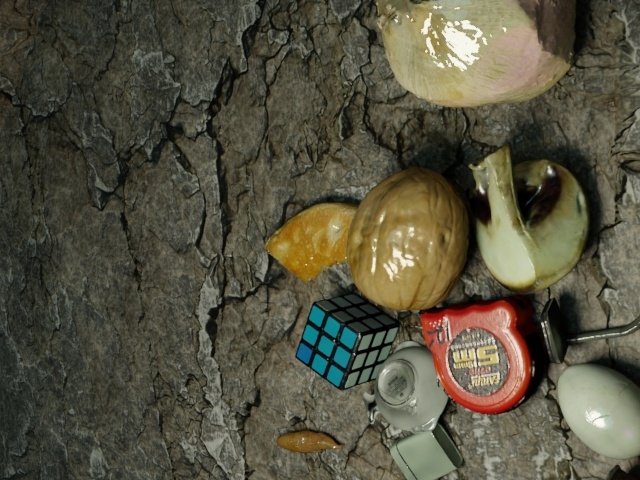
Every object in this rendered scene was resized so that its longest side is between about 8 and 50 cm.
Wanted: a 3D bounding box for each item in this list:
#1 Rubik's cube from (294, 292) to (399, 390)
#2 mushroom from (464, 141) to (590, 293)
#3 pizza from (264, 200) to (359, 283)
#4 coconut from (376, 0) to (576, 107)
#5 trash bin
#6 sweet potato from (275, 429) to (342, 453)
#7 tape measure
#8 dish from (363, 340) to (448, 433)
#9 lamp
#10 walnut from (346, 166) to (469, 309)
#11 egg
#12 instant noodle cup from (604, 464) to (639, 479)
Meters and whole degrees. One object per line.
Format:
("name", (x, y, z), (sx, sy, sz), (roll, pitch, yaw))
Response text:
("Rubik's cube", (0.064, 0.239, 2.002), (0.160, 0.163, 0.162), (32, 115, 34))
("mushroom", (0.417, -0.051, 1.729), (0.292, 0.212, 0.217), (60, 170, 6))
("pizza", (0.000, 0.000, 2.095), (0.365, 0.073, 0.182), (-23, 76, 37))
("coconut", (0.286, -0.448, 1.649), (0.404, 0.404, 0.405), (3, 95, 39))
("trash bin", (0.243, 0.492, 1.926), (0.130, 0.059, 0.116), (-37, 87, 34))
("sweet potato", (-0.029, 0.521, 2.164), (0.205, 0.060, 0.068), (-9, 125, 38))
("tape measure", (0.352, 0.241, 1.799), (0.253, 0.114, 0.261), (-15, 87, 39))
("dish", (0.181, 0.337, 1.921), (0.246, 0.078, 0.224), (-31, 55, 27))
("lamp", (0.542, 0.152, 1.590), (0.283, 0.203, 0.125), (-30, 93, 32))
("walnut", (0.195, -0.003, 1.812), (0.251, 0.277, 0.313), (11, 96, 18))
("egg", (0.547, 0.324, 1.618), (0.209, 0.151, 0.151), (46, 119, 29))
("instant noodle cup", (0.612, 0.556, 1.554), (0.207, 0.217, 0.218), (17, 104, 31))
